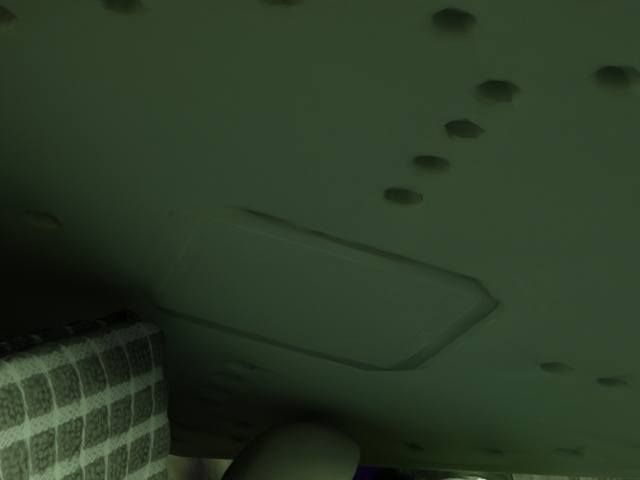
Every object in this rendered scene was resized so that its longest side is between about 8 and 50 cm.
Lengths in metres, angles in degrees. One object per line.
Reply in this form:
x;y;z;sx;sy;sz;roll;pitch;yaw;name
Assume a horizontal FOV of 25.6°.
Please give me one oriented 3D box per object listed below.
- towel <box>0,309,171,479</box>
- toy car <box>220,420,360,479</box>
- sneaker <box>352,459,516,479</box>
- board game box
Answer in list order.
-0.113;0.152;0.430;0.235;0.121;0.284;69;18;0;towel
-0.008;0.182;0.605;0.159;0.182;0.136;44;31;-9;toy car
0.066;0.183;0.794;0.146;0.102;0.293;-102;-172;-47;sneaker
0.000;0.000;0.500;0.390;0.390;0.050;44;51;-51;board game box
